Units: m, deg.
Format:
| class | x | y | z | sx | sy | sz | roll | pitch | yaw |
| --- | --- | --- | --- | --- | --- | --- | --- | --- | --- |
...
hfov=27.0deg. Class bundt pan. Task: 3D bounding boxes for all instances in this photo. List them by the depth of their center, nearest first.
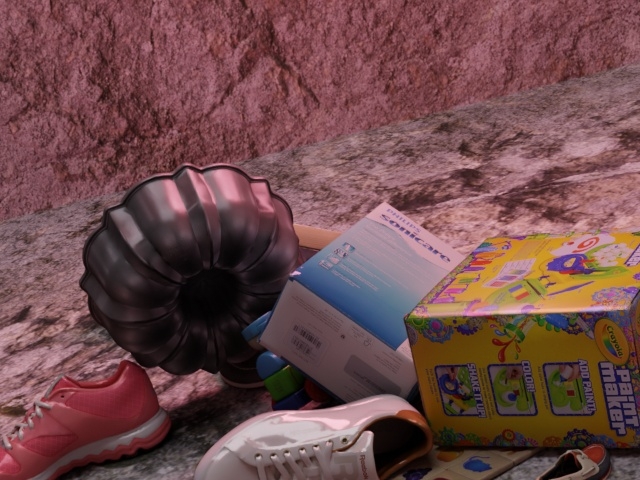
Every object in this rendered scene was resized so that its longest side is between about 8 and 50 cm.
| class | x | y | z | sx | sy | sz | roll | pitch | yaw |
| --- | --- | --- | --- | --- | --- | --- | --- | --- | --- |
| bundt pan | -0.167 | 0.061 | 1.885 | 0.331 | 0.331 | 0.124 | -18 | 39 | -13 |

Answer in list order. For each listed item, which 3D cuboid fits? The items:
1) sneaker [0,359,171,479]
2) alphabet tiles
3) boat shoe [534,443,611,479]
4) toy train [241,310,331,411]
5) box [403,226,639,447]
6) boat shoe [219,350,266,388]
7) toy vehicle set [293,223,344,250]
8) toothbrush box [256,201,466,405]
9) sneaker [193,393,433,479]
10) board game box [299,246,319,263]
| class | x | y | z | sx | sy | sz | roll | pitch | yaw |
| --- | --- | --- | --- | --- | --- | --- | --- | --- | --- |
| sneaker | -0.373 | 0.258 | 1.859 | 0.314 | 0.136 | 0.116 | -19 | 15 | -18 |
| alphabet tiles | 0.150 | 0.246 | 1.667 | 0.342 | 0.011 | 0.285 | -23 | 18 | -29 |
| boat shoe | 0.277 | 0.254 | 1.461 | 0.049 | 0.043 | 0.137 | -3 | 18 | 43 |
| toy train | 0.006 | 0.137 | 1.881 | 0.248 | 0.143 | 0.105 | -29 | -3 | -43 |
| box | 0.299 | 0.113 | 1.648 | 0.279 | 0.177 | 0.290 | -5 | 17 | 31 |
| boat shoe | -0.120 | 0.142 | 2.117 | 0.112 | 0.095 | 0.335 | -15 | 15 | -3 |
| toy vehicle set | 0.000 | 0.000 | 2.368 | 0.166 | 0.035 | 0.267 | 11 | -1 | 2 |
| toothbrush box | 0.088 | 0.095 | 1.799 | 0.216 | 0.126 | 0.295 | 34 | 34 | 11 |
| sneaker | -0.004 | 0.252 | 1.559 | 0.290 | 0.106 | 0.123 | -18 | 13 | -17 |
| board game box | -0.178 | 0.024 | 2.378 | 0.318 | 0.066 | 0.319 | 12 | -4 | -38 |
